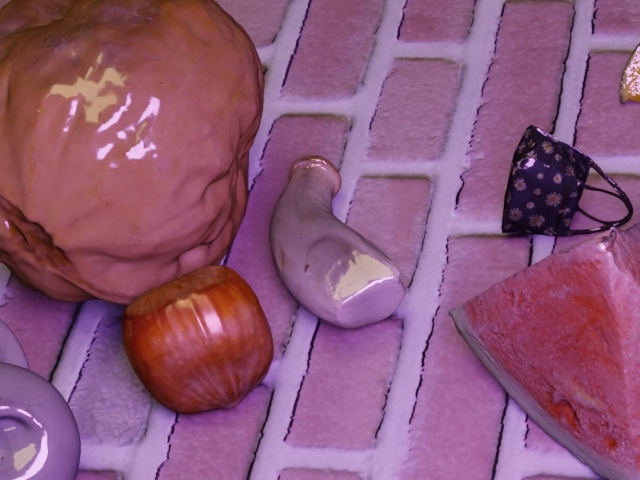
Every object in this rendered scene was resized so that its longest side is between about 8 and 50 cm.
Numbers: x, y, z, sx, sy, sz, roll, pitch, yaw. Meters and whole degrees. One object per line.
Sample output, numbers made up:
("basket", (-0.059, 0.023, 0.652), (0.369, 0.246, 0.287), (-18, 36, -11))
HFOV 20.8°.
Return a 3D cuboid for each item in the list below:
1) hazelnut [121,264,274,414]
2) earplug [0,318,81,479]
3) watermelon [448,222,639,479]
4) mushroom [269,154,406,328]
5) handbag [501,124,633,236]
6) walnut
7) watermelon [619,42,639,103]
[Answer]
("hazelnut", (-0.126, 0.105, 1.817), (0.150, 0.150, 0.150), (-8, 45, 8))
("earplug", (-0.371, 0.174, 1.772), (0.214, 0.175, 0.325), (-36, 48, -22))
("watermelon", (0.257, 0.099, 1.642), (0.250, 0.292, 0.283), (-41, 47, 26))
("mushroom", (0.000, 0.000, 1.897), (0.118, 0.103, 0.270), (-22, 40, -7))
("handbag", (0.268, -0.048, 1.871), (0.139, 0.115, 0.072), (18, 45, 11))
("walnut", (-0.223, -0.116, 1.905), (0.383, 0.383, 0.383), (-8, 45, 8))
("watermelon", (0.434, -0.219, 2.007), (0.181, 0.075, 0.092), (-3, 50, 10))
